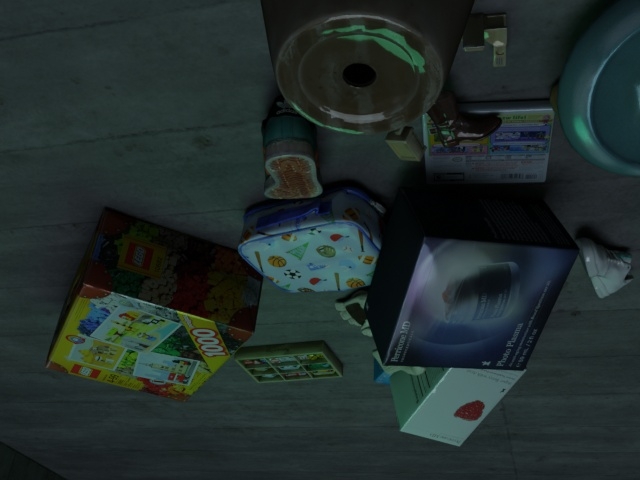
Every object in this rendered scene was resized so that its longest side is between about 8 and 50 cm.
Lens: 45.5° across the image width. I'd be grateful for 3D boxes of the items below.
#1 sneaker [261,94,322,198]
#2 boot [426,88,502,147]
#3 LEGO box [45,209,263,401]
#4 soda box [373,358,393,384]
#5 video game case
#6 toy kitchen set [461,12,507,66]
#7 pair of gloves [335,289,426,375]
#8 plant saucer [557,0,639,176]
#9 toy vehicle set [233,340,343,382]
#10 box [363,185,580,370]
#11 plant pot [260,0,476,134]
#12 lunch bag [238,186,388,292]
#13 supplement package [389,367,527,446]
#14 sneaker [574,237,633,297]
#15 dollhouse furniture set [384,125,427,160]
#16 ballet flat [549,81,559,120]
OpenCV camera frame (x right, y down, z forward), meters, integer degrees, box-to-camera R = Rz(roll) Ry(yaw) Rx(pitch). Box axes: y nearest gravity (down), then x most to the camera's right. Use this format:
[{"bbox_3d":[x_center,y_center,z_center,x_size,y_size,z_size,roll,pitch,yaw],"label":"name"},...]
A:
[{"bbox_3d":[-0.048,-0.153,1.323,0.108,0.120,0.302,0,168,-3],"label":"sneaker"},{"bbox_3d":[0.222,-0.204,1.201,0.107,0.037,0.114,-22,134,14],"label":"boot"},{"bbox_3d":[-0.400,0.177,1.789,0.373,0.193,0.500,18,145,-18],"label":"LEGO box"},{"bbox_3d":[0.205,0.309,1.999,0.067,0.071,0.210,12,146,-13],"label":"soda box"},{"bbox_3d":[0.285,-0.164,1.310,0.213,0.023,0.193,0,146,11],"label":"video game case"},{"bbox_3d":[0.227,-0.277,1.106,0.083,0.068,0.075,-1,146,12],"label":"toy kitchen set"},{"bbox_3d":[0.151,0.222,1.786,0.240,0.042,0.204,57,147,-10],"label":"pair of gloves"},{"bbox_3d":[0.500,-0.216,1.078,0.318,0.043,0.317,-1,127,-2],"label":"plant saucer"},{"bbox_3d":[-0.087,0.341,2.130,0.267,0.035,0.166,-8,144,21],"label":"toy vehicle set"},{"bbox_3d":[0.265,0.078,1.414,0.294,0.182,0.296,4,123,-13],"label":"box"},{"bbox_3d":[0.056,-0.294,0.920,0.324,0.280,0.323,4,146,3],"label":"plant pot"},{"bbox_3d":[0.000,0.000,1.530,0.304,0.114,0.243,-13,140,29],"label":"lunch bag"},{"bbox_3d":[0.319,0.321,1.819,0.178,0.175,0.292,18,123,-18],"label":"supplement package"},{"bbox_3d":[0.580,0.041,1.542,0.094,0.080,0.212,-23,145,20],"label":"sneaker"},{"bbox_3d":[0.075,-0.225,1.223,0.161,0.101,0.182,11,157,41],"label":"dollhouse furniture set"},{"bbox_3d":[0.468,-0.218,1.151,0.232,0.073,0.080,-9,144,22],"label":"ballet flat"}]
